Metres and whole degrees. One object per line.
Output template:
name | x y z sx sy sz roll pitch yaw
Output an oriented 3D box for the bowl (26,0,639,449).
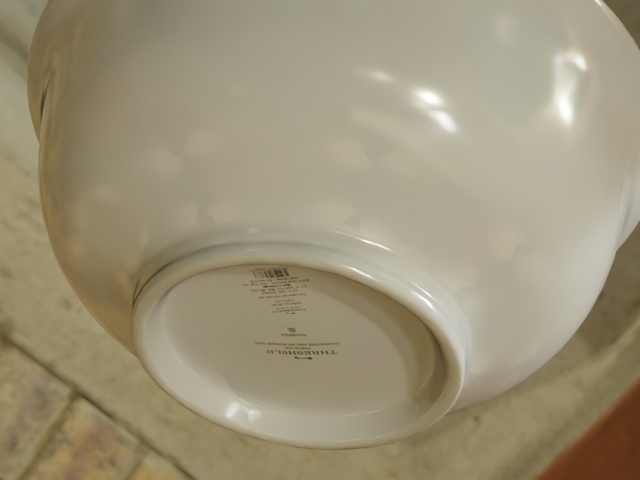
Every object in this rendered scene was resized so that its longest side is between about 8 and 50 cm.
bowl | 0.000 0.000 0.711 0.298 0.298 0.134 -24 -139 36
